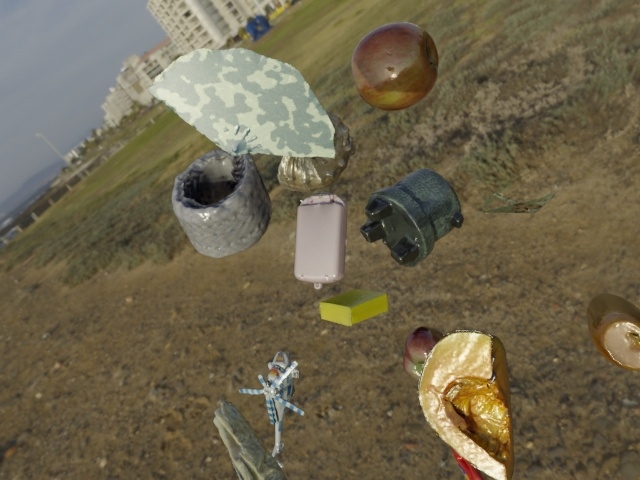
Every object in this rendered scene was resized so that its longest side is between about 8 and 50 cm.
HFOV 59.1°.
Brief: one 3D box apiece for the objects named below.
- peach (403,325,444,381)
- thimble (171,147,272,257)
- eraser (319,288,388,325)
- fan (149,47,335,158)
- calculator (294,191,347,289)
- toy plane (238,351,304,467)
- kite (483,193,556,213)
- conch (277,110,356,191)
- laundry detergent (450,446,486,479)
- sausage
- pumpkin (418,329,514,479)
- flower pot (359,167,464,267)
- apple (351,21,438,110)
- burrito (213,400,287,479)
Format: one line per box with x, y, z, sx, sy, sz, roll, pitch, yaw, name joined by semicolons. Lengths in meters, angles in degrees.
0.292;0.306;1.553;0.152;0.152;0.152;-32;22;14;peach
-0.231;-0.097;1.346;0.217;0.157;0.245;8;52;20;thimble
0.073;0.144;1.230;0.097;0.045;0.122;4;14;44;eraser
-0.085;-0.163;0.689;0.009;0.240;0.131;-91;22;-64;fan
0.000;0.000;1.004;0.100;0.032;0.174;0;84;33;calculator
-0.088;0.395;1.327;0.182;0.273;0.107;-10;8;32;toy plane
0.584;-0.111;1.673;0.229;0.250;0.012;-18;68;44;kite
-0.007;-0.276;1.983;0.297;0.352;0.210;-45;61;-9;conch
0.426;0.650;1.654;0.049;0.097;0.165;-25;55;-7;laundry detergent
0.573;0.163;1.096;0.112;0.112;0.328;-30;-5;19;sausage
0.312;0.337;1.196;0.169;0.312;0.148;-7;-4;29;pumpkin
0.296;-0.057;1.880;0.283;0.299;0.299;-33;18;-22;flower pot
0.167;-0.382;1.245;0.174;0.188;0.188;-11;32;33;apple
-0.069;0.257;0.628;0.045;0.041;0.185;-32;47;-18;burrito
